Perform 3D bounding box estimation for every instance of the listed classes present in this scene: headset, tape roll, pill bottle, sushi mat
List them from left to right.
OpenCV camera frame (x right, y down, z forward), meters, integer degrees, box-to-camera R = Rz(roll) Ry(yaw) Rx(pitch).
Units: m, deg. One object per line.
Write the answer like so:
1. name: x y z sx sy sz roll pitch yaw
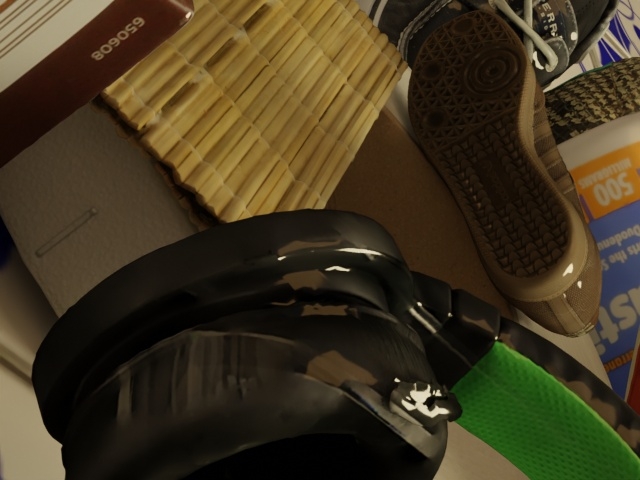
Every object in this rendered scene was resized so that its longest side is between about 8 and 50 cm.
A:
1. sushi mat: -0.038 -0.087 0.838 0.151 0.019 0.316 50 21 -8
2. headset: -0.016 0.082 0.585 0.394 0.185 0.243 20 45 -20
3. tape roll: 0.000 0.000 0.909 0.392 0.072 0.392 44 22 -23
4. pill bottle: 0.197 0.077 1.111 0.152 0.152 0.272 2 59 -64

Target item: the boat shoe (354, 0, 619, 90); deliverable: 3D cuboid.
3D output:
1. boat shoe: 0.106 -0.127 1.228 0.301 0.102 0.108 -28 102 -58

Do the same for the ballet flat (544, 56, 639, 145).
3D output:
1. ballet flat: 0.292 0.093 1.254 0.483 0.182 0.164 55 20 -1

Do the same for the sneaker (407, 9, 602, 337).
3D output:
1. sneaker: 0.092 -0.031 0.988 0.071 0.066 0.188 55 17 -47

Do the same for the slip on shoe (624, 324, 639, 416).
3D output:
1. slip on shoe: 0.156 0.161 0.796 0.101 0.123 0.331 19 77 -55

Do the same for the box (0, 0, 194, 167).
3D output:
1. box: -0.169 -0.128 0.628 0.168 0.167 0.203 31 31 -45
